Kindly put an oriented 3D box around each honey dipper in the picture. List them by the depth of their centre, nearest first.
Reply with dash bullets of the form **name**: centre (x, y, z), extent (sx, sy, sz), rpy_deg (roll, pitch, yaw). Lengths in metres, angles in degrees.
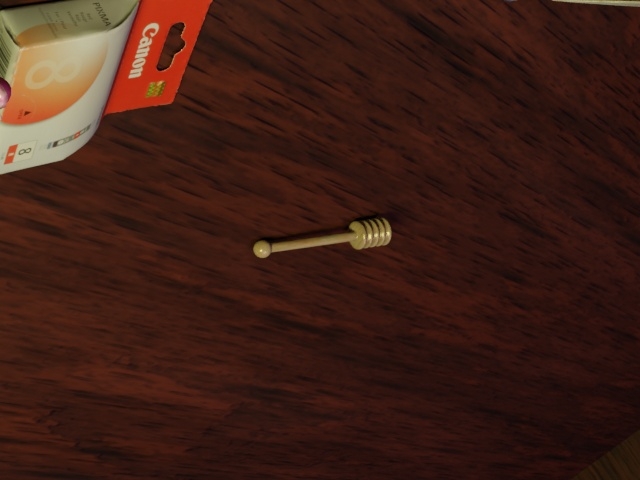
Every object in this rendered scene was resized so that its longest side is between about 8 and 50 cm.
- **honey dipper**: centre (0.000, 0.000, 1.593), extent (0.160, 0.030, 0.030), rpy_deg (-8, 146, -33)

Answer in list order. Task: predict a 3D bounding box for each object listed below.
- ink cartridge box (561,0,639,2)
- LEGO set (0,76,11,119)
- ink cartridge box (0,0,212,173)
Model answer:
- **ink cartridge box**: centre (0.231, -0.302, 0.986), extent (0.271, 0.130, 0.310), rpy_deg (-6, 101, -42)
- **LEGO set**: centre (-0.247, -0.198, 0.874), extent (0.107, 0.132, 0.287), rpy_deg (-38, 136, -27)
- **ink cartridge box**: centre (-0.164, -0.120, 1.173), extent (0.179, 0.045, 0.145), rpy_deg (-12, 149, -31)
